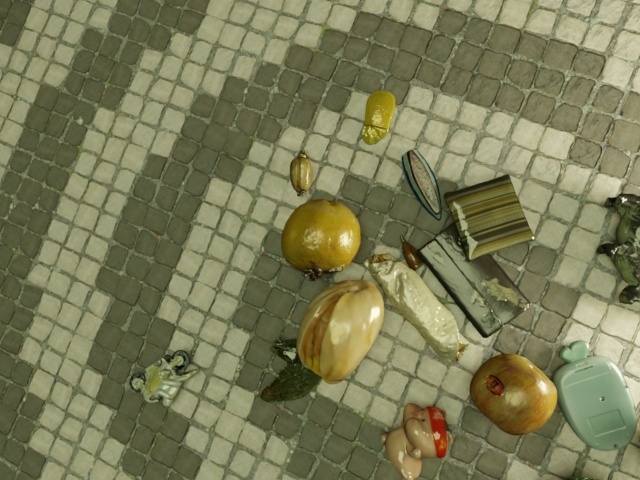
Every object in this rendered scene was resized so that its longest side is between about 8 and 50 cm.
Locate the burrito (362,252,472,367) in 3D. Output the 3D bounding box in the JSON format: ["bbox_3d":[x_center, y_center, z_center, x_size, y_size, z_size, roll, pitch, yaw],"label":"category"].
[{"bbox_3d":[0.284,0.185,1.499,0.117,0.076,0.392,-40,81,0],"label":"burrito"}]

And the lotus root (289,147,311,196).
[{"bbox_3d":[-0.060,-0.212,1.605,0.072,0.063,0.152,7,93,38],"label":"lotus root"}]

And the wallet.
[{"bbox_3d":[0.438,0.106,1.479,0.170,0.044,0.321,-36,80,-5],"label":"wallet"}]

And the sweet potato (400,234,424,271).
[{"bbox_3d":[0.266,0.036,1.526,0.049,0.049,0.117,-29,84,8],"label":"sweet potato"}]

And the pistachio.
[{"bbox_3d":[0.063,0.249,1.470,0.230,0.230,0.309,26,86,12],"label":"pistachio"}]

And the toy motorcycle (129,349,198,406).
[{"bbox_3d":[-0.493,0.446,1.632,0.228,0.074,0.151,-28,83,6],"label":"toy motorcycle"}]

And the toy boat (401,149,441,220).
[{"bbox_3d":[0.310,-0.166,1.539,0.080,0.046,0.229,-22,80,5],"label":"toy boat"}]

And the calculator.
[{"bbox_3d":[0.742,0.421,1.403,0.185,0.041,0.299,-20,83,9],"label":"calculator"}]

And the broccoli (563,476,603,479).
[{"bbox_3d":[0.665,0.732,1.281,0.270,0.270,0.270,-1,95,-16],"label":"broccoli"}]

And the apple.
[{"bbox_3d":[0.508,0.404,1.369,0.211,0.211,0.188,41,96,12],"label":"apple"}]

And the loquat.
[{"bbox_3d":[0.000,0.000,1.495,0.243,0.244,0.244,-1,85,11],"label":"loquat"}]

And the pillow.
[{"bbox_3d":[0.483,-0.068,1.479,0.208,0.052,0.212,-16,76,-6],"label":"pillow"}]

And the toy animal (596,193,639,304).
[{"bbox_3d":[0.846,0.042,1.385,0.168,0.106,0.343,-6,90,4],"label":"toy animal"}]

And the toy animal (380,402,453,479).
[{"bbox_3d":[0.275,0.549,1.429,0.197,0.171,0.171,-45,79,7],"label":"toy animal"}]

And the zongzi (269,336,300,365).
[{"bbox_3d":[-0.086,0.311,1.575,0.109,0.055,0.119,31,80,13],"label":"zongzi"}]

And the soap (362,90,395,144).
[{"bbox_3d":[0.179,-0.378,1.586,0.089,0.033,0.169,8,88,14],"label":"soap"}]

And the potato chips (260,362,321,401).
[{"bbox_3d":[-0.085,0.425,1.549,0.209,0.026,0.142,-13,115,0],"label":"potato chips"}]
